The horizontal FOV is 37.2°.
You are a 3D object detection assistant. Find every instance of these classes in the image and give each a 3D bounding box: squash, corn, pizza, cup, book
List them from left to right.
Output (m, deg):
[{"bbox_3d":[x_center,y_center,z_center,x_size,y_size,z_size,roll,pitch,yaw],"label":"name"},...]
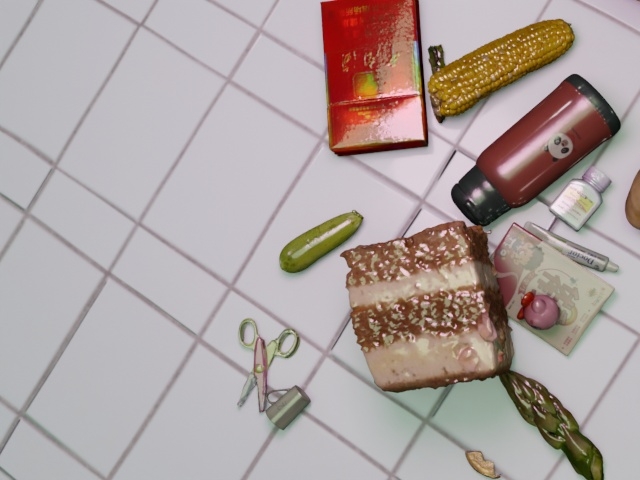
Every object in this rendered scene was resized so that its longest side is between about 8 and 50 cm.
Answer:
[{"bbox_3d":[-0.070,0.335,1.957,0.083,0.054,0.075,-44,48,4],"label":"cup"},{"bbox_3d":[0.000,0.000,1.954,0.201,0.066,0.066,-33,79,9],"label":"squash"},{"bbox_3d":[0.318,0.440,1.869,0.083,0.016,0.037,36,95,17],"label":"pizza"},{"bbox_3d":[0.353,-0.349,1.875,0.313,0.102,0.102,-30,79,-1],"label":"corn"},{"bbox_3d":[0.429,0.094,1.857,0.232,0.022,0.162,35,103,14],"label":"book"}]

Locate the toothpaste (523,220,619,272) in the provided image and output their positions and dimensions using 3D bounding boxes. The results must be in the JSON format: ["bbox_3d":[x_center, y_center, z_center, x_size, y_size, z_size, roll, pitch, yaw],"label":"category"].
[{"bbox_3d":[0.485,0.019,1.856,0.197,0.029,0.048,23,98,17],"label":"toothpaste"}]

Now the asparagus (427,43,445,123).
[{"bbox_3d":[0.240,-0.319,1.941,0.036,0.030,0.165,-1,83,-8],"label":"asparagus"}]

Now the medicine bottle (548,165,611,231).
[{"bbox_3d":[0.506,-0.083,1.845,0.074,0.055,0.118,41,95,15],"label":"medicine bottle"}]

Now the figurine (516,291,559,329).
[{"bbox_3d":[0.418,0.135,1.810,0.071,0.083,0.067,36,77,26],"label":"figurine"}]

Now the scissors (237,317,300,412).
[{"bbox_3d":[-0.123,0.263,1.986,0.133,0.020,0.187,14,88,10],"label":"scissors"}]

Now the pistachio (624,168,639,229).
[{"bbox_3d":[0.689,-0.125,1.754,0.293,0.181,0.162,-45,115,10],"label":"pistachio"}]

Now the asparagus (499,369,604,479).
[{"bbox_3d":[0.446,0.347,1.816,0.287,0.080,0.080,45,96,13],"label":"asparagus"}]

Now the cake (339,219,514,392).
[{"bbox_3d":[0.202,0.132,1.788,0.282,0.255,0.290,-12,80,19],"label":"cake"}]

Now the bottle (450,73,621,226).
[{"bbox_3d":[0.401,-0.163,1.831,0.336,0.144,0.144,-39,78,8],"label":"bottle"}]

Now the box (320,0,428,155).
[{"bbox_3d":[0.111,-0.339,1.944,0.197,0.089,0.313,-5,85,12],"label":"box"}]
